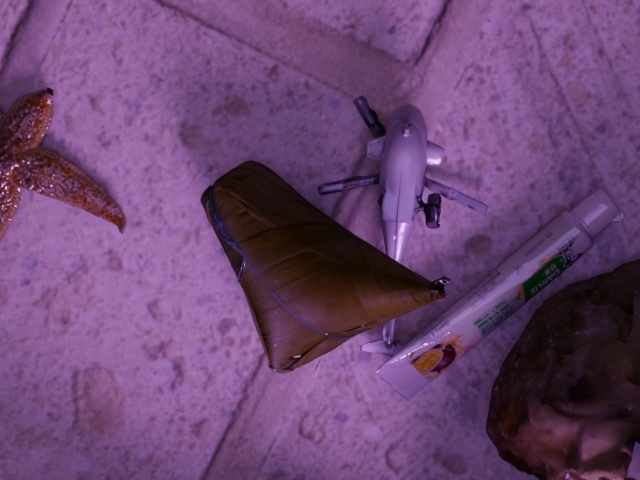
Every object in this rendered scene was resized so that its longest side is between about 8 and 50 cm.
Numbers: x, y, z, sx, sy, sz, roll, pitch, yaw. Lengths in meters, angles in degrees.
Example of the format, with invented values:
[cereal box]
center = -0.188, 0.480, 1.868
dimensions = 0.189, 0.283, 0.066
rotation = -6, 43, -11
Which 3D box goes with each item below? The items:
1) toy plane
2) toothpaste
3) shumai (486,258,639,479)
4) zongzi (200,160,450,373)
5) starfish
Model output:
[toy plane]
center = 0.073, -0.009, 1.677
dimensions = 0.182, 0.107, 0.273
rotation = 23, 97, 2
[toothpaste]
center = 0.195, 0.057, 1.698
dimensions = 0.314, 0.056, 0.058
rotation = -42, 93, 4
[shumai]
center = 0.331, 0.147, 1.583
dimensions = 0.346, 0.283, 0.217
rotation = -24, 94, 7
[zongzi]
center = 0.000, 0.000, 1.631
dimensions = 0.256, 0.115, 0.228
rotation = -26, 89, 46
[starfish]
center = -0.359, -0.068, 1.731
dimensions = 0.295, 0.048, 0.231
rotation = 39, 85, -1
